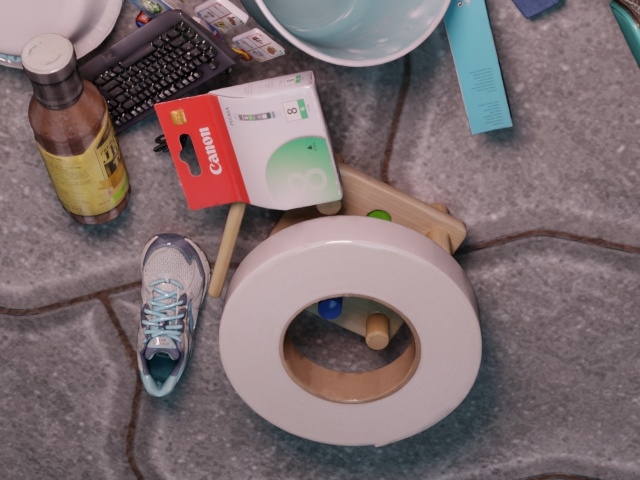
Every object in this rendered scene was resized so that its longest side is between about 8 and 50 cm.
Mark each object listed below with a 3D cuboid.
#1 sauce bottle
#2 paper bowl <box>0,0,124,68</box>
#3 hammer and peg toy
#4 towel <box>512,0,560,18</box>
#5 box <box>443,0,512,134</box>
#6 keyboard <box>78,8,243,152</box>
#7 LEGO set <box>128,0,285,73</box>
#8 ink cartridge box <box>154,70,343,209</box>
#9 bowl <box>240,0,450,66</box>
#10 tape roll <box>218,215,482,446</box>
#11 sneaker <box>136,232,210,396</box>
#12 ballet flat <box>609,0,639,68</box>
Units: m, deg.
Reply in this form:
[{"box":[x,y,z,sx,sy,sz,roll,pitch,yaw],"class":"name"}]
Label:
[{"box":[-0.341,-0.150,1.943,0.111,0.111,0.344,-1,150,3],"class":"sauce bottle"},{"box":[-0.399,-0.360,1.867,0.284,0.148,0.284,1,124,2],"class":"paper bowl"},{"box":[0.000,0.000,2.094,0.361,0.127,0.266,24,123,-13],"class":"hammer and peg toy"},{"box":[0.273,-0.362,1.899,0.067,0.029,0.119,-21,118,36],"class":"towel"},{"box":[0.207,-0.276,1.921,0.060,0.100,0.244,-12,122,9],"class":"box"},{"box":[-0.223,-0.202,1.954,0.201,0.033,0.317,35,143,-28],"class":"keyboard"},{"box":[-0.158,-0.299,1.883,0.182,0.060,0.244,36,161,-21],"class":"LEGO set"},{"box":[-0.097,-0.122,1.911,0.225,0.056,0.181,-12,122,7],"class":"ink cartridge box"},{"box":[0.006,-0.368,1.791,0.312,0.163,0.311,0,90,-26],"class":"bowl"},{"box":[0.044,0.141,2.068,0.392,0.072,0.392,2,124,2],"class":"tape roll"},{"box":[-0.232,0.122,2.184,0.110,0.122,0.283,5,123,-1],"class":"sneaker"},{"box":[0.419,-0.351,1.840,0.182,0.164,0.483,-38,111,13],"class":"ballet flat"}]
